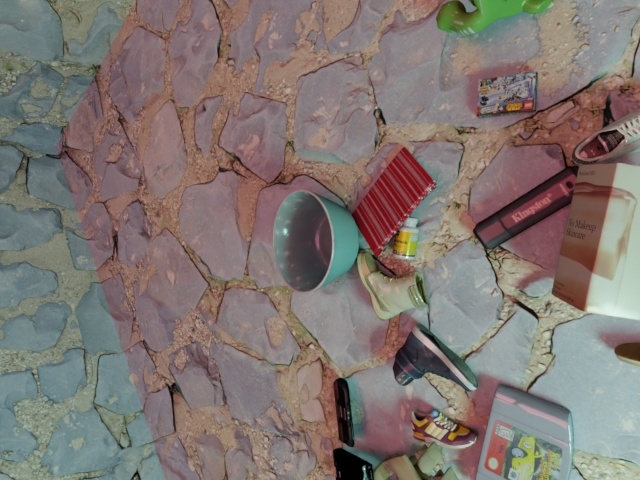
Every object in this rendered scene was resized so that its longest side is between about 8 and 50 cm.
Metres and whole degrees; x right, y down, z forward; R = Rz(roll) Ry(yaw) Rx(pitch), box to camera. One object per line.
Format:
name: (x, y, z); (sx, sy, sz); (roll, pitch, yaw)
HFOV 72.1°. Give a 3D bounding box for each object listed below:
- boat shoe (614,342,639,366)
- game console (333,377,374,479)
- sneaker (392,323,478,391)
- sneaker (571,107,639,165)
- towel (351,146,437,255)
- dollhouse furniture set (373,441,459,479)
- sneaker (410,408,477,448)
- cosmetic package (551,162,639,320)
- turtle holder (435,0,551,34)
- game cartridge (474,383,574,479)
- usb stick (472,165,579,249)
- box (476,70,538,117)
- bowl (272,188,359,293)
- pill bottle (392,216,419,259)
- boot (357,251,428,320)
boat shoe: (0.708, 0.260, 0.909); (0.170, 0.063, 0.059); (4, 123, 49)
game console: (0.091, 0.613, 1.351); (0.213, 0.044, 0.361); (151, 114, -65)
sneaker: (0.300, 0.362, 1.196); (0.226, 0.086, 0.163); (44, 106, 38)
sneaker: (0.649, -0.225, 0.915); (0.235, 0.095, 0.090); (-35, 70, 31)
towel: (0.201, -0.111, 1.261); (0.275, 0.031, 0.198); (-53, 38, 25)
dollhouse furniture set: (0.258, 0.704, 1.175); (0.242, 0.161, 0.212); (57, 136, 13)
sneaker: (0.330, 0.508, 1.199); (0.186, 0.070, 0.083); (-11, 91, 36)
cosmetic package: (0.598, -0.003, 0.904); (0.129, 0.153, 0.296); (9, 97, 3)
turtle holder: (0.421, -0.642, 1.013); (0.320, 0.243, 0.227); (90, 159, -54)
game cartridge: (0.503, 0.529, 1.082); (0.196, 0.060, 0.294); (14, 100, 32)
usb stick: (0.502, -0.074, 1.062); (0.278, 0.045, 0.077); (-38, 69, 31)
box: (0.462, -0.360, 1.092); (0.137, 0.027, 0.093); (5, 93, 37)
bowl: (0.000, 0.000, 1.347); (0.312, 0.163, 0.311); (5, 97, 51)
pill bottle: (0.244, -0.008, 1.247); (0.065, 0.065, 0.116); (13, 99, 36)
boot: (0.208, 0.111, 1.273); (0.165, 0.077, 0.213); (-27, 81, 35)
